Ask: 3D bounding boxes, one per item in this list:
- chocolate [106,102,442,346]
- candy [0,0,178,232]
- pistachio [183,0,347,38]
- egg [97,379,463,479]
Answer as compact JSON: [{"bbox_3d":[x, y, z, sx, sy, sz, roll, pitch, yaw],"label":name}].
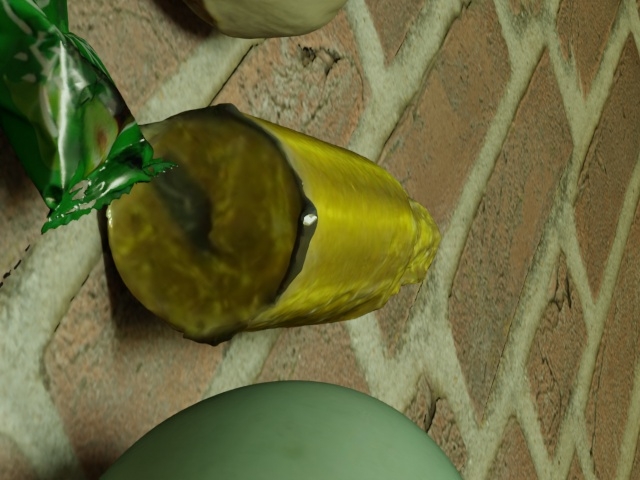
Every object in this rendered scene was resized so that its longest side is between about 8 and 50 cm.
[{"bbox_3d":[0.000,0.000,1.383,0.445,0.162,0.162,7,76,-69],"label":"chocolate"},{"bbox_3d":[-0.176,-0.113,1.104,0.141,0.078,0.203,-45,112,-76],"label":"candy"},{"bbox_3d":[-0.052,-0.226,1.372,0.215,0.144,0.144,15,69,-55],"label":"pistachio"},{"bbox_3d":[-0.035,0.242,1.052,0.389,0.276,0.276,-58,135,-55],"label":"egg"}]
